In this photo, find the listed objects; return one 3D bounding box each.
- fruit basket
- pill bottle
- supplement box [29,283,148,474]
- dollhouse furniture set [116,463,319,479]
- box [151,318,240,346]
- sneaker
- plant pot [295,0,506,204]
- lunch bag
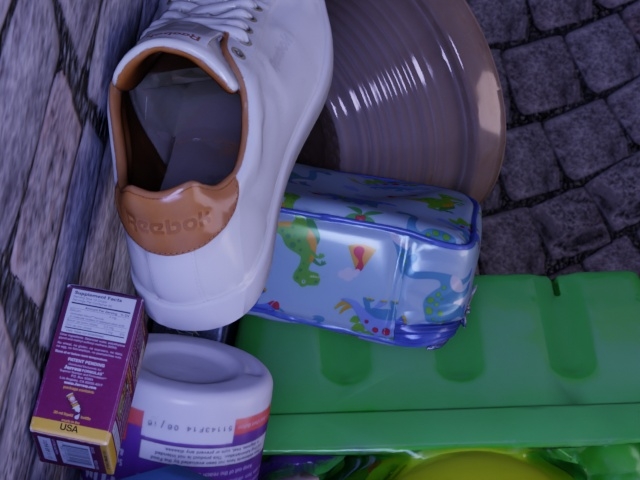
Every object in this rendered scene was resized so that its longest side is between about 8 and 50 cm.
[{"bbox_3d":[0.098,0.207,1.387,0.283,0.392,0.392,94,7,-56],"label":"fruit basket"},{"bbox_3d":[-0.095,0.163,1.206,0.108,0.108,0.193,-69,169,-74],"label":"pill bottle"},{"bbox_3d":[-0.120,0.073,1.039,0.055,0.043,0.083,93,8,-65],"label":"supplement box"},{"bbox_3d":[-0.038,0.288,1.069,0.303,0.198,0.286,-6,111,-56],"label":"dollhouse furniture set"},{"bbox_3d":[-0.101,0.140,1.471,0.183,0.059,0.232,28,73,-86],"label":"box"},{"bbox_3d":[-0.054,-0.099,1.095,0.123,0.106,0.290,76,14,-49],"label":"sneaker"},{"bbox_3d":[0.018,-0.106,1.475,0.110,0.237,0.237,-26,142,-30],"label":"plant pot"},{"bbox_3d":[0.000,0.000,1.349,0.176,0.219,0.090,-73,173,-75],"label":"lunch bag"}]
